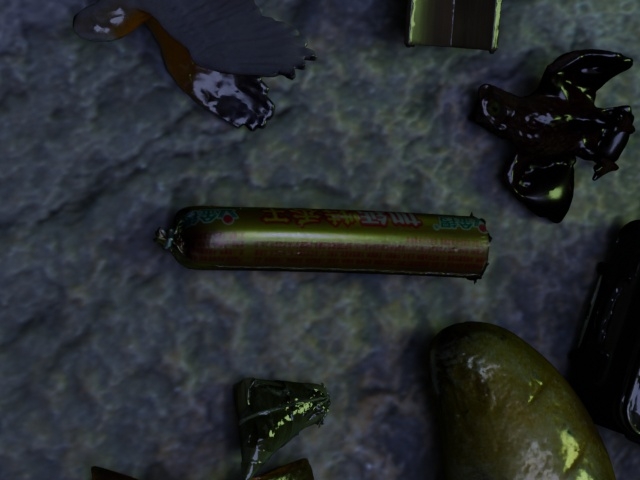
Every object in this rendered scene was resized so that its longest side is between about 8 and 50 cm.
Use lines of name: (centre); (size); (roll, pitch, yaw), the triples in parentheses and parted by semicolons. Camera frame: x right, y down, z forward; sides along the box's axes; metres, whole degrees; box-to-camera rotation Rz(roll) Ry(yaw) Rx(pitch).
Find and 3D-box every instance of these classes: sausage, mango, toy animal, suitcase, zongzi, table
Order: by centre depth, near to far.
toy animal: (-0.104, -0.298, 1.684); (0.302, 0.225, 0.284); (24, 81, -4)
zongzi: (-0.037, 0.207, 1.785); (0.109, 0.055, 0.119); (6, 62, -22)
table: (0.150, -0.317, 1.788); (0.167, 0.167, 0.226); (1, 99, -21)
sausage: (0.000, 0.000, 1.794); (0.372, 0.082, 0.082); (2, 92, -20)
mango: (0.223, 0.246, 1.853); (0.176, 0.176, 0.329); (-3, 72, -51)
toy animal: (0.262, -0.132, 1.888); (0.179, 0.116, 0.218); (21, 115, 6)
suitcase: (0.507, 0.151, 1.930); (0.434, 0.194, 0.283); (20, 86, -19)

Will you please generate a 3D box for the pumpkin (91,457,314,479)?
pumpkin: (-0.132, 0.377, 1.754); (0.258, 0.095, 0.290); (2, 89, -17)
